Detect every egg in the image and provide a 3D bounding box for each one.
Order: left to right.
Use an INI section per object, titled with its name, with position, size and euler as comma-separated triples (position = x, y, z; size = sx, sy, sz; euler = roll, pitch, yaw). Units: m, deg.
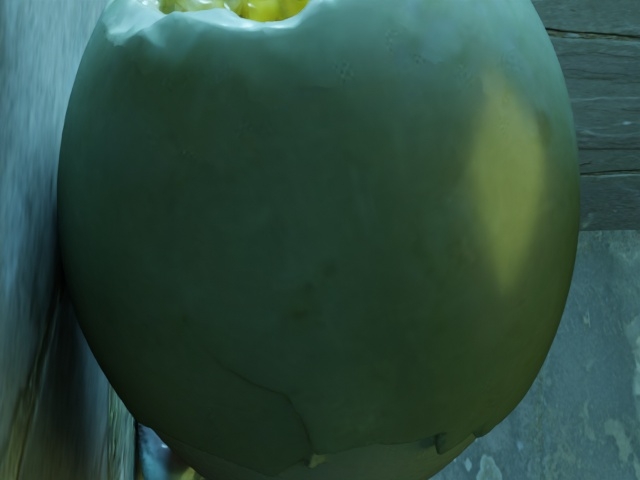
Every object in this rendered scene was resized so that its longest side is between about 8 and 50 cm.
[egg]
position = 0.000, 0.000, 0.767
size = 0.278, 0.278, 0.336
euler = -86, 172, -65

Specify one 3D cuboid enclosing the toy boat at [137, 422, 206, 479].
[toy boat]
position = -0.079, 0.061, 0.966
size = 0.155, 0.085, 0.227
euler = -28, -134, 54
